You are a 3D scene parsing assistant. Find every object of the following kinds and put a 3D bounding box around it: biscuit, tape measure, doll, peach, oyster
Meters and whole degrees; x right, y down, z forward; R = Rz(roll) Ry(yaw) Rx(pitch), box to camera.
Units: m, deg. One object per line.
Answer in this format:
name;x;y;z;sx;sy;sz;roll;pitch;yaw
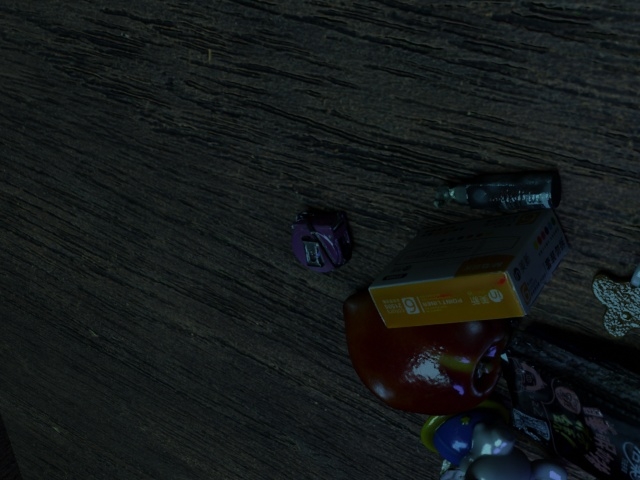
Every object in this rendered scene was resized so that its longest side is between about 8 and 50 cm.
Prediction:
biscuit;0.551;0.100;1.350;0.205;0.031;0.138;-12;104;41
tape measure;0.000;0.000;1.639;0.118;0.074;0.125;1;121;36
doll;0.349;0.404;1.648;0.310;0.242;0.160;10;111;-20
peach;0.173;0.204;1.586;0.361;0.201;0.258;14;131;27
oyster;0.340;0.480;1.794;0.191;0.081;0.163;-9;143;23

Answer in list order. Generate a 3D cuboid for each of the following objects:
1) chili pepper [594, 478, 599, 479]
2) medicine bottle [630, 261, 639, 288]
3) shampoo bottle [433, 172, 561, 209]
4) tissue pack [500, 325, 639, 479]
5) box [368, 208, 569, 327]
chili pepper;0.655;0.508;1.563;0.278;0.122;0.065;21;94;25
medicine bottle;0.588;0.076;1.250;0.220;0.061;0.092;29;126;23
shampoo bottle;0.288;-0.078;1.377;0.207;0.063;0.057;0;111;36
tissue pack;0.483;0.312;1.470;0.332;0.123;0.245;26;143;42
box;0.248;0.047;1.394;0.273;0.221;0.091;-10;113;38
